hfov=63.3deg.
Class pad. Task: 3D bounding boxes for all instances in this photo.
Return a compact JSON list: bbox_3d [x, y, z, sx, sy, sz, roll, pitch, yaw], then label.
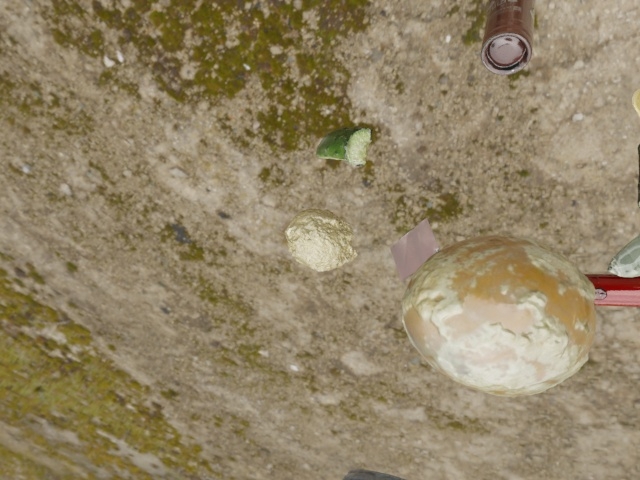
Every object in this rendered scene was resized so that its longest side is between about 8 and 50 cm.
[{"bbox_3d":[0.265,0.029,1.468,0.006,0.113,0.188,-3,154,-31],"label":"pad"}]

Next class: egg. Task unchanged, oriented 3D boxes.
[{"bbox_3d":[0.000,0.000,0.986,0.140,0.116,0.118,37,147,-30],"label":"egg"},{"bbox_3d":[0.216,0.088,0.639,0.246,0.203,0.203,10,144,-18],"label":"egg"}]

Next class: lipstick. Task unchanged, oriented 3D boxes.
[{"bbox_3d":[0.581,0.103,1.090,0.280,0.073,0.073,0,137,10],"label":"lipstick"}]

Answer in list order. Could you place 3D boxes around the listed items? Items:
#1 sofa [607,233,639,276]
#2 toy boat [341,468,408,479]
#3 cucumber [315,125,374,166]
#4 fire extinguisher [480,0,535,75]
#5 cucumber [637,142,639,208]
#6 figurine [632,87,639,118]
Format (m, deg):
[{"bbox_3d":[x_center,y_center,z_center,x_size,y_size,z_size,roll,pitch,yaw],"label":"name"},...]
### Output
[{"bbox_3d":[0.598,0.047,0.765,0.225,0.210,0.176,54,137,21],"label":"sofa"},{"bbox_3d":[0.136,0.451,0.822,0.283,0.078,0.127,-6,94,48],"label":"toy boat"},{"bbox_3d":[0.062,-0.338,1.822,0.105,0.145,0.325,15,-176,-23],"label":"cucumber"},{"bbox_3d":[0.434,-0.512,1.141,0.102,0.343,0.138,38,141,-24],"label":"fire extinguisher"},{"bbox_3d":[0.762,-0.146,1.191,0.058,0.187,0.058,15,151,8],"label":"cucumber"},{"bbox_3d":[0.841,-0.341,1.133,0.208,0.257,0.181,56,167,4],"label":"figurine"}]
